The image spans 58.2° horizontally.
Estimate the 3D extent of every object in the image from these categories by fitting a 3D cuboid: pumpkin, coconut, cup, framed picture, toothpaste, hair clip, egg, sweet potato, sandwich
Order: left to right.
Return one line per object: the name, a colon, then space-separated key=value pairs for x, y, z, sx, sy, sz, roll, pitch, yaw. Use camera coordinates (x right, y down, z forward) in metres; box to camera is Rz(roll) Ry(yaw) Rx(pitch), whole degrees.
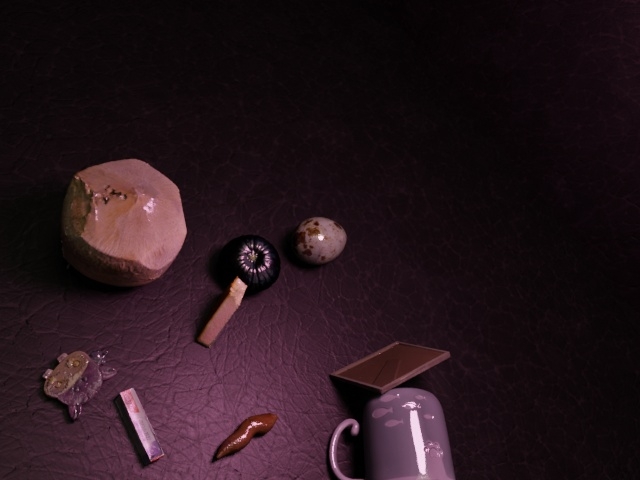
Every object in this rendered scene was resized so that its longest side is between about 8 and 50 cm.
hair clip: x=-0.623 y=0.350 z=1.487 sx=0.146 sy=0.056 sz=0.187 roll=34 pitch=50 yaw=4
coconut: x=-0.547 y=-0.059 z=1.611 sx=0.347 sy=0.360 sz=0.346 roll=16 pitch=53 yaw=-23
toothpaste: x=-0.471 y=0.482 z=1.492 sx=0.047 sy=0.040 sz=0.196 roll=-17 pitch=68 yaw=-40
sandwich: x=-0.287 y=0.206 z=1.712 sx=0.058 sy=0.162 sz=0.192 roll=33 pitch=49 yaw=-11
sweet potato: x=-0.207 y=0.535 z=1.602 sx=0.219 sy=0.051 sz=0.065 roll=-23 pitch=74 yaw=-40
pumpkin: x=-0.228 y=0.076 z=1.855 sx=0.202 sy=0.140 sz=0.201 roll=6 pitch=65 yaw=-13
egg: x=0.000 y=0.000 z=2.023 sx=0.231 sy=0.169 sz=0.169 roll=-8 pitch=63 yaw=-44
cup: x=0.202 y=0.599 z=1.698 sx=0.357 sy=0.259 sz=0.274 roll=-4 pitch=55 yaw=4
framed picture: x=0.225 y=0.400 z=1.848 sx=0.324 sy=0.241 sz=0.020 roll=-17 pitch=102 yaw=-39
